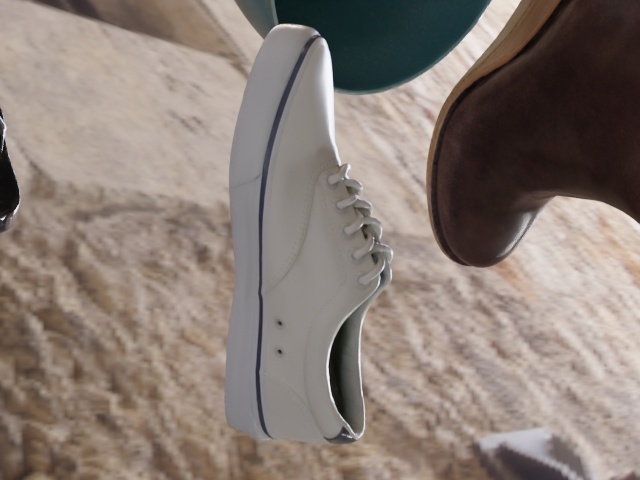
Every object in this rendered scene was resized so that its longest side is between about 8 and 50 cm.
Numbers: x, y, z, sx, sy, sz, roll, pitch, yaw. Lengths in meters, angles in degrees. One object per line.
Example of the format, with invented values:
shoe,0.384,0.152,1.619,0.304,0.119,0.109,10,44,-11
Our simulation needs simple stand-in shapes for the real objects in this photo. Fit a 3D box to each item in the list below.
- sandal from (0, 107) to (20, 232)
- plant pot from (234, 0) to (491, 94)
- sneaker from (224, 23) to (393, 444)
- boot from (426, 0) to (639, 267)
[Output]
sandal,-0.338,-0.105,1.628,0.254,0.097,0.054,57,-37,41
plant pot,0.011,-0.297,1.483,0.195,0.290,0.290,34,-80,39
sneaker,0.000,0.000,1.027,0.091,0.094,0.258,8,-71,18
boot,0.153,-0.048,1.011,0.248,0.090,0.207,-69,-152,26
